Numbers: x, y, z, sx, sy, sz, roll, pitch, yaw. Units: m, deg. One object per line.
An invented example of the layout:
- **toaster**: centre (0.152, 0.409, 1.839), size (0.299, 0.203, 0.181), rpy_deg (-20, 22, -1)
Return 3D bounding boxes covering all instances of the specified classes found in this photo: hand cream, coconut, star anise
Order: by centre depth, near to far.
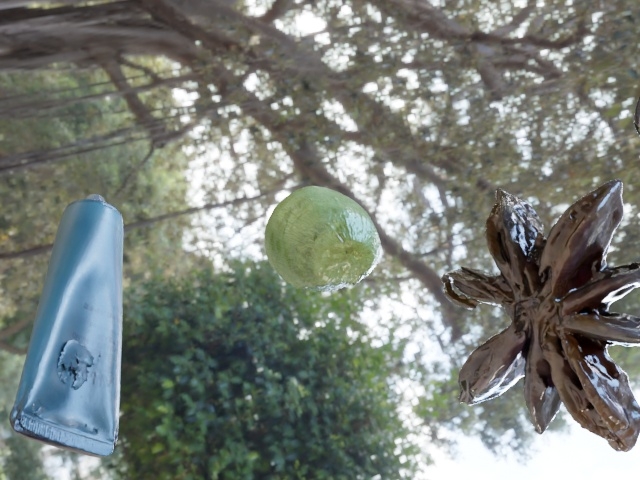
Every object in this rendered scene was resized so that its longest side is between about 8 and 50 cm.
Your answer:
- **hand cream**: centre (-0.184, 0.052, 0.619), size (0.048, 0.083, 0.224), rpy_deg (-32, -135, 29)
- **coconut**: centre (0.000, 0.000, 0.637), size (0.096, 0.087, 0.088), rpy_deg (-137, -143, -64)
- **star anise**: centre (0.189, 0.066, 0.670), size (0.229, 0.093, 0.236), rpy_deg (-46, -116, 30)

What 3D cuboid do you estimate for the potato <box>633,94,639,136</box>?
- **potato**: centre (0.393, -0.148, 0.715), size (0.117, 0.202, 0.182), rpy_deg (45, -25, 34)
